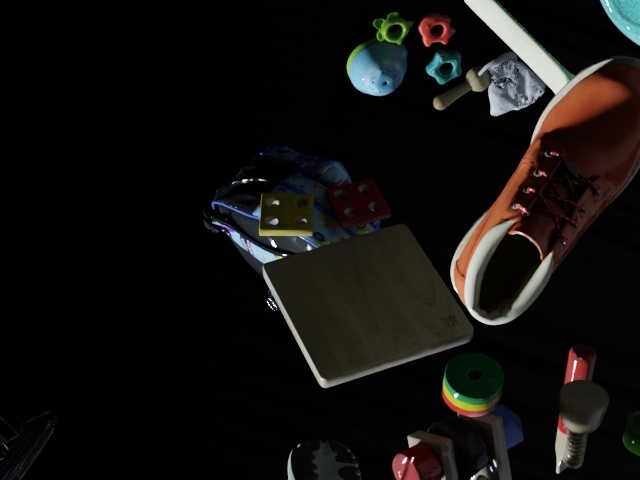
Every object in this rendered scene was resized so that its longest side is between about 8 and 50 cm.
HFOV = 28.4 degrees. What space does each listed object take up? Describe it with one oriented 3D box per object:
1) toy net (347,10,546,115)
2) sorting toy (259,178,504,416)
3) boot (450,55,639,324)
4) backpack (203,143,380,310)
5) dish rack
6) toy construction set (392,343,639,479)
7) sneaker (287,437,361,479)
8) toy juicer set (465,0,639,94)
[{"bbox_3d":[0.151,-0.205,1.433,0.045,0.232,0.122,-110,31,-48],"label":"toy net"},{"bbox_3d":[0.033,0.055,1.043,0.046,0.132,0.274,91,157,-46],"label":"sorting toy"},{"bbox_3d":[0.123,-0.023,0.646,0.158,0.059,0.084,-58,-3,12],"label":"boot"},{"bbox_3d":[0.000,0.000,1.175,0.117,0.158,0.173,-48,35,-18],"label":"backpack"},{"bbox_3d":[-0.429,0.277,1.431,0.271,0.074,0.208,-27,21,28],"label":"dish rack"},{"bbox_3d":[0.182,0.267,1.041,0.309,0.257,0.237,-51,-31,-49],"label":"toy construction set"},{"bbox_3d":[0.014,0.358,1.438,0.279,0.107,0.118,-90,2,-50],"label":"sneaker"},{"bbox_3d":[0.254,-0.147,0.834,0.089,0.209,0.329,-34,4,-29],"label":"toy juicer set"}]
